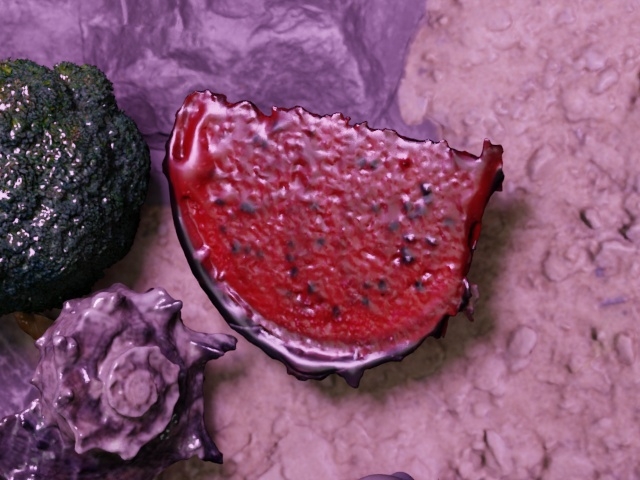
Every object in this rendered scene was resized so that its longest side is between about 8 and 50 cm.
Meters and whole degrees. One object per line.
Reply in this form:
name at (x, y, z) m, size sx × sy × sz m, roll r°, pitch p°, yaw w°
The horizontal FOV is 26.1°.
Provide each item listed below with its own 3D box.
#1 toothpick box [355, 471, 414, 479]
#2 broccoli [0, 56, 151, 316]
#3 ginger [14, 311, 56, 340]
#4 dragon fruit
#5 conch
toothpick box at (0.013, 0.353, 1.382) m, size 0.316 × 0.229 × 0.229 m, roll -27°, pitch 89°, yaw 6°
broccoli at (-0.312, -0.060, 1.393) m, size 0.297 × 0.297 × 0.297 m, roll -48°, pitch 46°, yaw 7°
ginger at (-0.289, 0.101, 1.490) m, size 0.097 × 0.030 × 0.048 m, roll 48°, pitch 125°, yaw 5°
dragon fruit at (0.000, 0.000, 1.409) m, size 0.344 × 0.100 × 0.282 m, roll 14°, pitch 96°, yaw 10°
conch at (-0.227, 0.171, 1.382) m, size 0.313 × 0.240 × 0.186 m, roll -37°, pitch 52°, yaw -3°
